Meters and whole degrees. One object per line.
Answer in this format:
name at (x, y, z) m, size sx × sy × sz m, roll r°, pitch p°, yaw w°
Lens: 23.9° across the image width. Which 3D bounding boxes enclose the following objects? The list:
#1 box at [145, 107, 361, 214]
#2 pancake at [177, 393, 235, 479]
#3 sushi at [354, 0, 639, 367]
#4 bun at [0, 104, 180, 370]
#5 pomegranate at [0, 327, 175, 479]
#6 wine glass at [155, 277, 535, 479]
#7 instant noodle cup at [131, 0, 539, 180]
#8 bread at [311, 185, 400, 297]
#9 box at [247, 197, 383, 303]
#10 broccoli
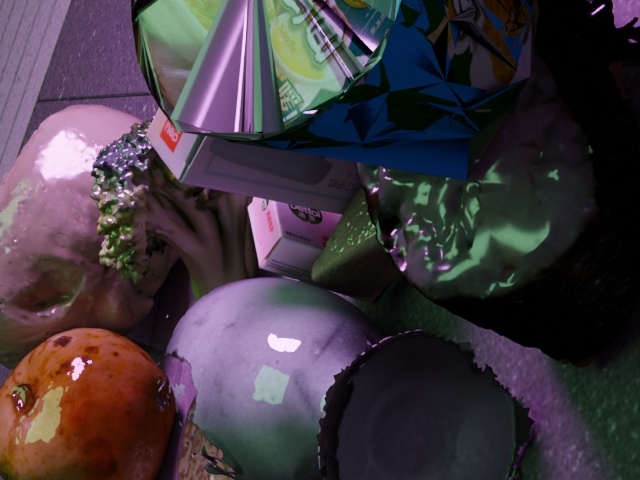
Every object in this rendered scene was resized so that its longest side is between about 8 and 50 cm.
box at (-0.004, -0.102, 1.309) m, size 0.135 × 0.269 × 0.079 m, roll -60°, pitch 43°, yaw 22°
pancake at (-0.089, 0.198, 1.560) m, size 0.212 × 0.029 × 0.235 m, roll -67°, pitch 26°, yaw 9°
sushi at (0.145, -0.092, 1.097) m, size 0.234 × 0.207 × 0.349 m, roll -32°, pitch 56°, yaw 28°
bun at (-0.293, 0.004, 1.855) m, size 0.362 × 0.234 × 0.326 m, roll -61°, pitch 6°, yaw 24°
pomegranate at (-0.263, 0.213, 1.720) m, size 0.215 × 0.215 × 0.215 m, roll -42°, pitch 39°, yaw 47°
wine glass at (0.003, 0.133, 1.246) m, size 0.357 × 0.190 × 0.190 m, roll 9°, pitch 83°, yaw 61°
instant noodle cup at (0.020, -0.154, 0.966) m, size 0.240 × 0.178 × 0.240 m, roll -10°, pitch 74°, yaw 39°
bread at (0.059, -0.029, 1.330) m, size 0.152 × 0.077 × 0.105 m, roll -33°, pitch 49°, yaw 37°
box at (0.000, 0.000, 1.397) m, size 0.043 × 0.125 × 0.089 m, roll -54°, pitch 33°, yaw 31°
broccoli at (-0.118, -0.026, 1.601) m, size 0.263 × 0.247 × 0.243 m, roll -22°, pitch -82°, yaw -75°
